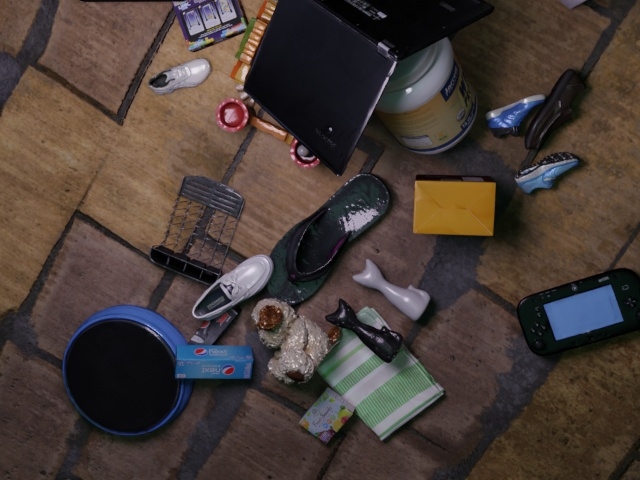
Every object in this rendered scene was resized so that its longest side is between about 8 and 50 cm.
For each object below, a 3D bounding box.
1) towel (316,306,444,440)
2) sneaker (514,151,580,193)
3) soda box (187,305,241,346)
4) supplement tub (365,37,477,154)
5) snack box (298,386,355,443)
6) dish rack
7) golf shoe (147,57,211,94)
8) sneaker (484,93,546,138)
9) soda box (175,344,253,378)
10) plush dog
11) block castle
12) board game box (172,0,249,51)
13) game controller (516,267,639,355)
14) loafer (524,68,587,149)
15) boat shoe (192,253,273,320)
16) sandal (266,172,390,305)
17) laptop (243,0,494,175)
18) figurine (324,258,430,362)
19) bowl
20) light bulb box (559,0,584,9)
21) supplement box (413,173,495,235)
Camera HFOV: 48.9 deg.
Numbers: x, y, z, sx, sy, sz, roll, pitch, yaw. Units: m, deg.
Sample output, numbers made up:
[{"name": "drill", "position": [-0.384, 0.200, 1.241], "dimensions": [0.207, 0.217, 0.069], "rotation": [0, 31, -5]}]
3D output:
[{"name": "towel", "position": [0.150, 0.371, 1.955], "dimensions": [0.248, 0.038, 0.325], "rotation": [-42, 92, 14]}, {"name": "sneaker", "position": [0.581, -0.170, 1.790], "dimensions": [0.162, 0.063, 0.073], "rotation": [-23, 113, 16]}, {"name": "soda box", "position": [-0.300, 0.244, 1.992], "dimensions": [0.060, 0.053, 0.169], "rotation": [40, 103, 0]}, {"name": "supplement tub", "position": [0.220, -0.364, 1.641], "dimensions": [0.229, 0.316, 0.228], "rotation": [-11, 65, 24]}, {"name": "snack box", "position": [0.018, 0.493, 1.982], "dimensions": [0.100, 0.037, 0.141], "rotation": [37, 116, 4]}, {"name": "dish rack", "position": [-0.333, -0.036, 1.937], "dimensions": [0.208, 0.074, 0.271], "rotation": [22, 102, 4]}, {"name": "golf shoe", "position": [-0.375, -0.434, 1.866], "dimensions": [0.176, 0.086, 0.069], "rotation": [-22, 94, 10]}, {"name": "sneaker", "position": [0.499, -0.306, 1.767], "dimensions": [0.152, 0.058, 0.084], "rotation": [-19, 91, 16]}, {"name": "soda box", "position": [-0.296, 0.338, 1.958], "dimensions": [0.210, 0.071, 0.067], "rotation": [4, 116, -14]}, {"name": "plush dog", "position": [-0.086, 0.244, 1.884], "dimensions": [0.225, 0.262, 0.210], "rotation": [43, 73, -2]}, {"name": "block castle", "position": [-0.048, -0.439, 1.750], "dimensions": [0.303, 0.213, 0.453], "rotation": [26, 103, 3]}, {"name": "board game box", "position": [-0.287, -0.591, 1.843], "dimensions": [0.171, 0.048, 0.141], "rotation": [-17, 95, 12]}, {"name": "game controller", "position": [0.680, 0.186, 1.826], "dimensions": [0.319, 0.067, 0.166], "rotation": [-19, 97, 11]}, {"name": "loafer", "position": [0.585, -0.314, 1.743], "dimensions": [0.078, 0.080, 0.220], "rotation": [31, 103, 3]}, {"name": "boat shoe", "position": [-0.235, 0.133, 1.896], "dimensions": [0.258, 0.084, 0.095], "rotation": [-42, 82, 9]}, {"name": "sandal", "position": [-0.001, -0.003, 1.874], "dimensions": [0.168, 0.107, 0.445], "rotation": [41, 105, 1]}, {"name": "laptop", "position": [0.084, -0.413, 1.531], "dimensions": [0.408, 0.236, 0.382], "rotation": [-31, 55, -20]}, {"name": "figurine", "position": [0.152, 0.181, 1.874], "dimensions": [0.210, 0.092, 0.214], "rotation": [33, 85, 2]}, {"name": "bowl", "position": [-0.563, 0.384, 2.046], "dimensions": [0.392, 0.077, 0.390], "rotation": [2, 101, 8]}, {"name": "light bulb box", "position": [0.515, -0.722, 1.539], "dimensions": [0.361, 0.358, 0.225], "rotation": [38, 105, -1]}, {"name": "supplement box", "position": [0.330, -0.093, 1.763], "dimensions": [0.192, 0.194, 0.129], "rotation": [2, 101, 8]}]
